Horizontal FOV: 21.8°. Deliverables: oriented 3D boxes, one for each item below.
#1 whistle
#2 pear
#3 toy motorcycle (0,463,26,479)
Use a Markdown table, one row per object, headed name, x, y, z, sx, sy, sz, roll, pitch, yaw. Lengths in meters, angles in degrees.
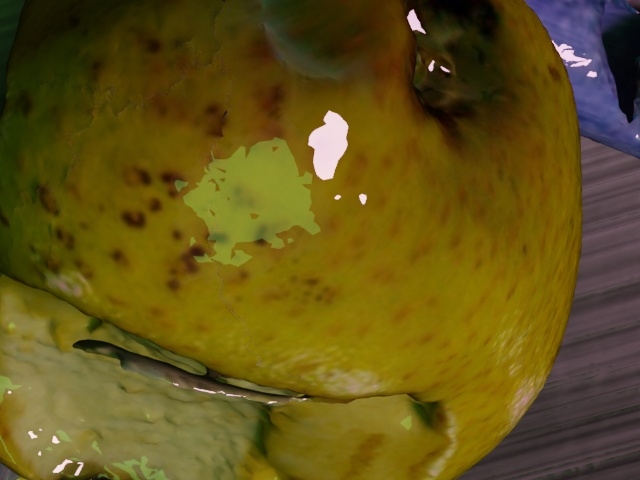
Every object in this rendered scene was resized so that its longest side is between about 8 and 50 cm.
| name | x | y | z | sx | sy | sz | roll | pitch | yaw |
| --- | --- | --- | --- | --- | --- | --- | --- | --- | --- |
| whistle | 0.058 | -0.086 | 0.639 | 0.304 | 0.062 | 0.062 | 19 | 128 | -23 |
| pear | 0.000 | 0.000 | 0.586 | 0.238 | 0.164 | 0.255 | 13 | 154 | -12 |
| toy motorcycle | -0.244 | 0.154 | 0.765 | 0.200 | 0.191 | 0.326 | 20 | 109 | -15 |
